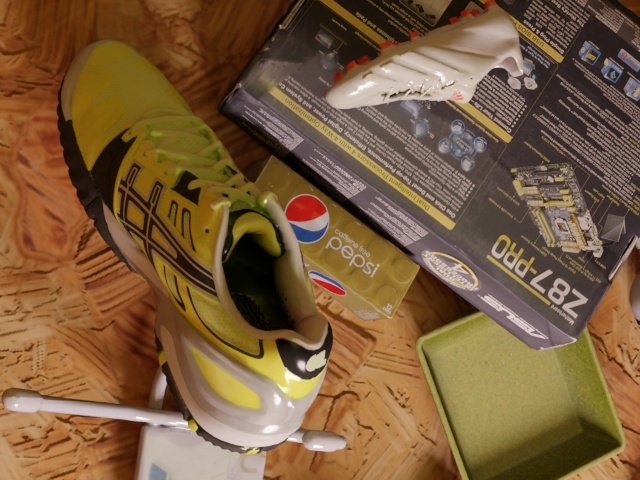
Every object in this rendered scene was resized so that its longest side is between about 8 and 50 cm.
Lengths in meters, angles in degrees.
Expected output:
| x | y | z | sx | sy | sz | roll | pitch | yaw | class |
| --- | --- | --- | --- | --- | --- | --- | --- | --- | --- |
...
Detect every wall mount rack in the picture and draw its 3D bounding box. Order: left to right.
| x | y | z | sx | sy | sz | roll | pitch | yaw | class |
| --- | --- | --- | --- | --- | --- | --- | --- | --- | --- |
| -0.140 | 0.246 | 1.227 | 0.304 | 0.130 | 0.350 | 10 | 84 | -21 | wall mount rack |

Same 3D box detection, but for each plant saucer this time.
| x | y | z | sx | sy | sz | roll | pitch | yaw | class |
| --- | --- | --- | --- | --- | --- | --- | --- | --- | --- |
| 0.188 | 0.151 | 1.437 | 0.188 | 0.045 | 0.188 | -21 | 93 | -25 | plant saucer |

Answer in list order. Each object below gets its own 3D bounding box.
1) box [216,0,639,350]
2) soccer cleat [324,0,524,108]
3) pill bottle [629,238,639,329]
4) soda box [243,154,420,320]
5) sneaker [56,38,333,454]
| x | y | z | sx | sy | sz | roll | pitch | yaw | class |
| --- | --- | --- | --- | --- | --- | --- | --- | --- | --- |
| 0.152 | -0.136 | 1.394 | 0.395 | 0.097 | 0.318 | 36 | 70 | -8 | box |
| 0.097 | -0.148 | 1.297 | 0.196 | 0.068 | 0.076 | -25 | 91 | -21 | soccer cleat |
| 0.427 | 0.108 | 1.475 | 0.181 | 0.181 | 0.323 | -25 | 95 | -24 | pill bottle |
| 0.000 | 0.000 | 1.359 | 0.181 | 0.058 | 0.061 | 37 | 71 | -17 | soda box |
| -0.092 | -0.022 | 1.218 | 0.145 | 0.147 | 0.385 | -14 | 66 | -40 | sneaker |
